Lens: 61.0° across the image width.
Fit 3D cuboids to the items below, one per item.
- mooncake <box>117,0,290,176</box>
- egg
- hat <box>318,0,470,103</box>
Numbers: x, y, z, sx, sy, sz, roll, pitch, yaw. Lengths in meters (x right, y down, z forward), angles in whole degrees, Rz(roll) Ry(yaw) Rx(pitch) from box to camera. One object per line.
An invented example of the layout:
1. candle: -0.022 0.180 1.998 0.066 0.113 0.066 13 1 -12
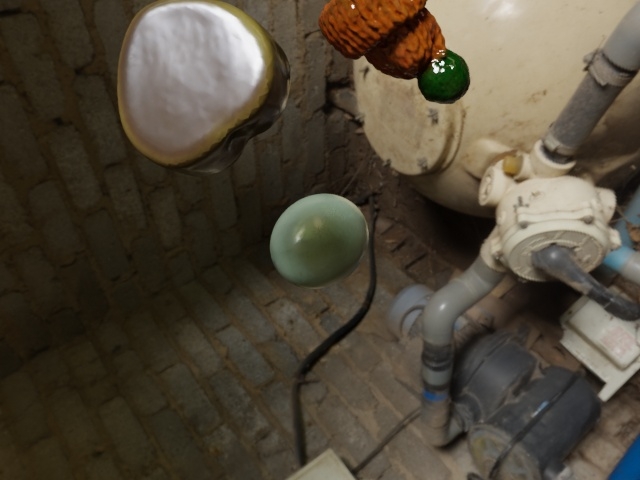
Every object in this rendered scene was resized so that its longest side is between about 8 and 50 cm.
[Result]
1. mooncake: -0.169 -0.217 0.751 0.234 0.235 0.117 57 -167 10
2. egg: 0.000 0.000 1.206 0.203 0.283 0.202 9 115 20
3. hat: 0.214 -0.524 1.390 0.400 0.285 0.285 38 161 -21
